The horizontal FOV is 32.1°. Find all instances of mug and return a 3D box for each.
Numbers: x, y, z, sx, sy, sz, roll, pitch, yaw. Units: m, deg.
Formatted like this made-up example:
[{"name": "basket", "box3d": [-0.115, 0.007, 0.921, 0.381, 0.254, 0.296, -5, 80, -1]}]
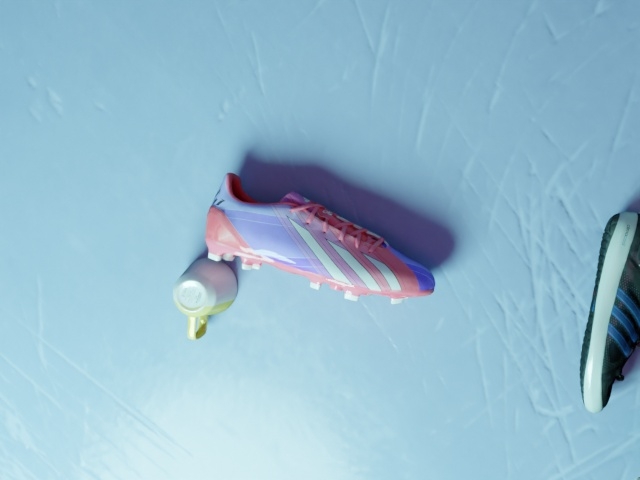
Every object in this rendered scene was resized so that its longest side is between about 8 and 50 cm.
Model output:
[{"name": "mug", "box3d": [-0.123, 0.060, 1.180, 0.062, 0.064, 0.078, -23, 92, 14]}]

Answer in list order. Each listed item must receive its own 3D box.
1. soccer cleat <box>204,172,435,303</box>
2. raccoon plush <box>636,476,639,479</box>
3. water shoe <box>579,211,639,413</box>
[{"name": "soccer cleat", "box3d": [0.000, 0.000, 1.140, 0.248, 0.083, 0.095, 13, 95, 13]}, {"name": "raccoon plush", "box3d": [0.439, 0.338, 1.017, 0.299, 0.216, 0.446, 4, 115, 33]}, {"name": "water shoe", "box3d": [0.303, 0.076, 1.083, 0.080, 0.073, 0.203, 10, 100, 9]}]
